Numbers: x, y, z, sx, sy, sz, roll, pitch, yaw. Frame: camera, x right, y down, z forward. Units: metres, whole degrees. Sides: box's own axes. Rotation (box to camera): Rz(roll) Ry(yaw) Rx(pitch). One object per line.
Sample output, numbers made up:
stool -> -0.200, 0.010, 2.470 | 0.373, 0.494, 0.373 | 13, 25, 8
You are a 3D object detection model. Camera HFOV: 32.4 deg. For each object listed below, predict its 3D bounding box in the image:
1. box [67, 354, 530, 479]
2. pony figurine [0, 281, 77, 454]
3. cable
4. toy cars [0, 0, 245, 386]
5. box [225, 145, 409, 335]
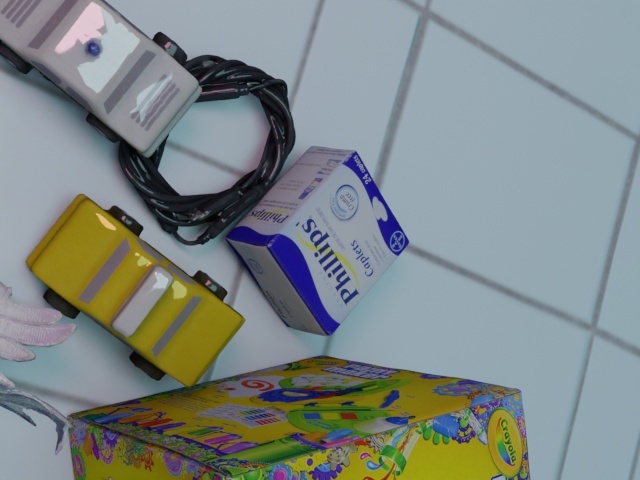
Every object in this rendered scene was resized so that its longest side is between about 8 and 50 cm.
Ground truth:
box -> -0.021, 0.218, 0.929 | 0.279, 0.290, 0.177 | -10, 96, -33
pony figurine -> -0.360, 0.060, 0.737 | 0.351, 0.303, 0.363 | 39, 84, -19
cable -> -0.102, -0.096, 1.025 | 0.184, 0.047, 0.150 | -44, 109, -21
toy cars -> -0.170, -0.054, 0.920 | 0.176, 0.087, 0.394 | -12, 97, -13
box -> 0.000, 0.000, 1.061 | 0.137, 0.072, 0.126 | -48, 124, -24
